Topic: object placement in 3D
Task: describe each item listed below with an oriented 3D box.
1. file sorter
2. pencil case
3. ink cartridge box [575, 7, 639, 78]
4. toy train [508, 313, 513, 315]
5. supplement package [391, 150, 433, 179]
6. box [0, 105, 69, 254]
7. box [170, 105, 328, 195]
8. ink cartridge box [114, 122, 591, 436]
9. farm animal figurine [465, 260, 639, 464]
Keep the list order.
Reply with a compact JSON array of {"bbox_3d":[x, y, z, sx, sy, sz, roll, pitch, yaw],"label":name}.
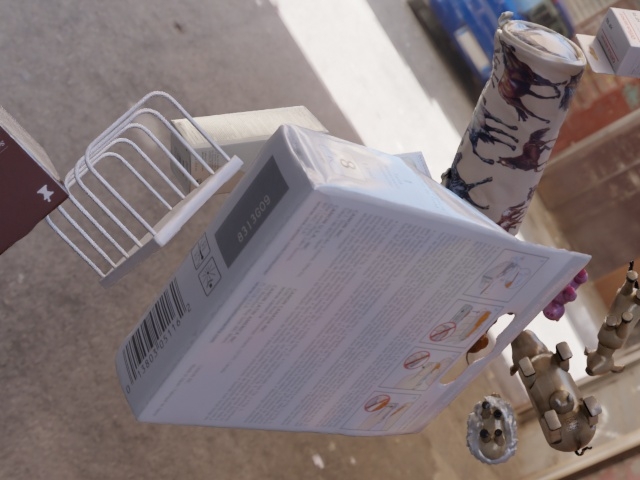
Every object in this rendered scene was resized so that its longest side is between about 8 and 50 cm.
[{"bbox_3d":[-0.288,-0.077,1.504,0.173,0.278,0.193,46,59,-8],"label":"file sorter"},{"bbox_3d":[0.333,-0.198,1.749,0.183,0.410,0.160,23,36,10],"label":"pencil case"},{"bbox_3d":[0.508,-0.309,1.537,0.180,0.060,0.104,3,47,-14],"label":"ink cartridge box"},{"bbox_3d":[0.438,0.139,2.189,0.036,0.027,0.158,36,-16,12],"label":"toy train"},{"bbox_3d":[0.120,-0.070,2.240,0.263,0.198,0.199,-12,77,-44],"label":"supplement package"},{"bbox_3d":[-0.492,-0.100,1.393,0.167,0.168,0.203,52,-5,-34],"label":"box"},{"bbox_3d":[-0.152,-0.193,2.074,0.148,0.311,0.121,-128,-144,-50],"label":"box"},{"bbox_3d":[0.040,0.064,0.955,0.385,0.308,0.091,11,38,-41],"label":"ink cartridge box"},{"bbox_3d":[0.397,0.208,1.635,0.172,0.330,0.326,68,17,-63],"label":"farm animal figurine"}]
